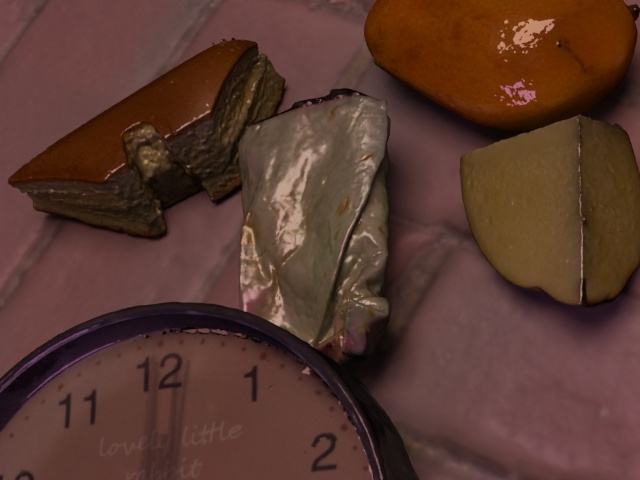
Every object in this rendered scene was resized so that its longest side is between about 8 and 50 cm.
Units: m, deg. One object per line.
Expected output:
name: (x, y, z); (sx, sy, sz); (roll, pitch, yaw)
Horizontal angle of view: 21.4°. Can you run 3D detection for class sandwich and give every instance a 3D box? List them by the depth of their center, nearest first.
sandwich: (-0.133, -0.074, 1.400); (0.244, 0.090, 0.088); (-30, 52, -1)

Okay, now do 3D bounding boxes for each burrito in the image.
burrito: (0.000, 0.000, 1.314); (0.144, 0.089, 0.229); (-18, 58, 30)

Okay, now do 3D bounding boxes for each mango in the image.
mango: (0.138, -0.159, 1.353); (0.227, 0.109, 0.147); (7, 65, 24)

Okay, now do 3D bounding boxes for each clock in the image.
clock: (-0.113, 0.226, 1.174); (0.386, 0.076, 0.386); (-8, 65, 19)

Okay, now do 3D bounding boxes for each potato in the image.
potato: (0.176, -0.009, 1.286); (0.120, 0.081, 0.149); (-15, 68, 45)
